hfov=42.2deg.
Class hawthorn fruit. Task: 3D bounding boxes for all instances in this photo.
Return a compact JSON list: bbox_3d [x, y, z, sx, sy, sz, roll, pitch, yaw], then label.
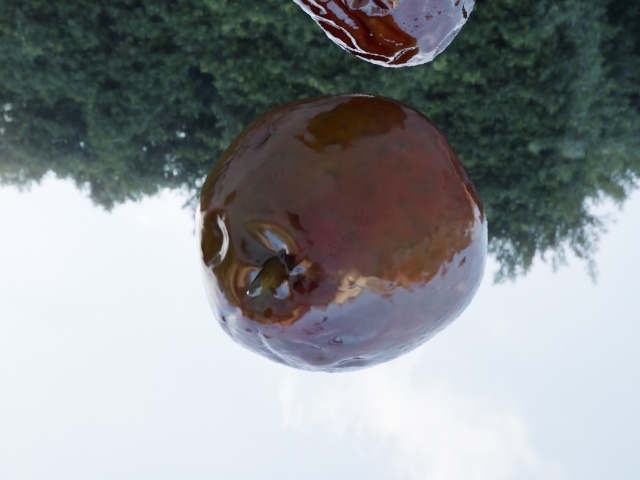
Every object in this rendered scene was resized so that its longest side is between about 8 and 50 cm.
[{"bbox_3d":[0.000,0.000,0.763,0.277,0.277,0.298,14,-159,23],"label":"hawthorn fruit"}]

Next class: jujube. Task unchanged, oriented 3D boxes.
[{"bbox_3d":[0.035,-0.262,0.720,0.174,0.250,0.174,-20,-131,25],"label":"jujube"}]
